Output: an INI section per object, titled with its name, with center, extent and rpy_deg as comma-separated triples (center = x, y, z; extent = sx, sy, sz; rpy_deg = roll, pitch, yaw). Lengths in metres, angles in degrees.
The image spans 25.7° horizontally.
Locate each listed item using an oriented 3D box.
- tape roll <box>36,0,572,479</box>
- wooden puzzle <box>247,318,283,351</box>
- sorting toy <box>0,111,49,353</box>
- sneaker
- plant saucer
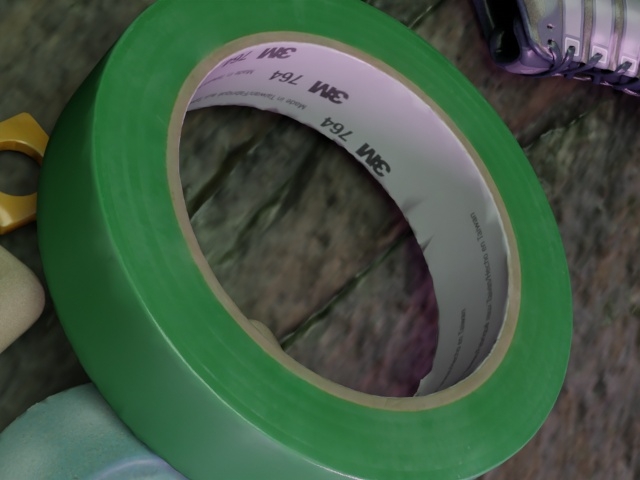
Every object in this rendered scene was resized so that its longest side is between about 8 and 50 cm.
[tape roll]
center = 0.000, 0.000, 0.807
extent = 0.321, 0.077, 0.321
rpy_deg = 19, 53, -28
[wooden puzzle]
center = -0.082, 0.263, 0.781
extent = 0.348, 0.080, 0.322
rpy_deg = -35, 95, -30
[sorting toy]
center = -0.264, 0.014, 0.716
extent = 0.196, 0.047, 0.347
rpy_deg = 40, 51, 6
[sneaker]
center = 0.185, -0.145, 0.972
extent = 0.300, 0.111, 0.121
rpy_deg = 41, 77, -6
[plant saucer]
center = -0.094, 0.166, 0.731
extent = 0.195, 0.037, 0.195
rpy_deg = 7, 75, -26
